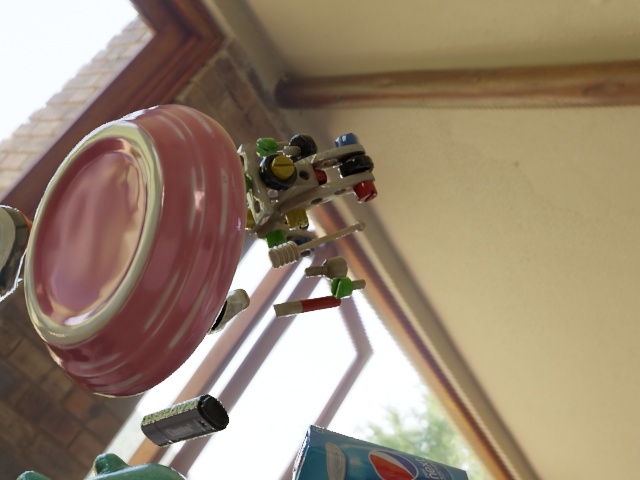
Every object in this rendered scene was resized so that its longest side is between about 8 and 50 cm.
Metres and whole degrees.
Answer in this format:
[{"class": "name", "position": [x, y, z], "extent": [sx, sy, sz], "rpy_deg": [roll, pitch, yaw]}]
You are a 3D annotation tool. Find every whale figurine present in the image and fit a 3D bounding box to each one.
[{"class": "whale figurine", "position": [-0.280, 0.377, 1.170], "extent": [0.272, 0.216, 0.141], "rpy_deg": [28, -59, -35]}]

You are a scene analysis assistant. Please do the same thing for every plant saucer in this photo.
[{"class": "plant saucer", "position": [-0.221, 0.000, 0.925], "extent": [0.332, 0.332, 0.084], "rpy_deg": [4, -13, 45]}]

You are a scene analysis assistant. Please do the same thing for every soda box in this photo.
[{"class": "soda box", "position": [0.074, 0.297, 1.039], "extent": [0.210, 0.071, 0.067], "rpy_deg": [17, 12, -4]}]

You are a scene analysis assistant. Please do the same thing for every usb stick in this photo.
[{"class": "usb stick", "position": [-0.256, 0.338, 1.576], "extent": [0.077, 0.045, 0.278], "rpy_deg": [53, -39, -7]}]

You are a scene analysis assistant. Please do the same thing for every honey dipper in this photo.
[{"class": "honey dipper", "position": [0.000, 0.000, 1.192], "extent": [0.030, 0.161, 0.030], "rpy_deg": [37, -42, 43]}]

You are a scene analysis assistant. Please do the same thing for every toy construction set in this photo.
[{"class": "toy construction set", "position": [-0.062, -0.028, 1.372], "extent": [0.258, 0.237, 0.308], "rpy_deg": [-5, -89, 50]}]

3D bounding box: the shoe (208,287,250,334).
[{"class": "shoe", "position": [-0.248, 0.172, 2.016], "extent": [0.219, 0.058, 0.076], "rpy_deg": [-39, -103, 45]}]

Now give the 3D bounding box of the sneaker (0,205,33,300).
[{"class": "sneaker", "position": [-0.576, 0.095, 1.381], "extent": [0.131, 0.350, 0.148], "rpy_deg": [39, 9, 8]}]
